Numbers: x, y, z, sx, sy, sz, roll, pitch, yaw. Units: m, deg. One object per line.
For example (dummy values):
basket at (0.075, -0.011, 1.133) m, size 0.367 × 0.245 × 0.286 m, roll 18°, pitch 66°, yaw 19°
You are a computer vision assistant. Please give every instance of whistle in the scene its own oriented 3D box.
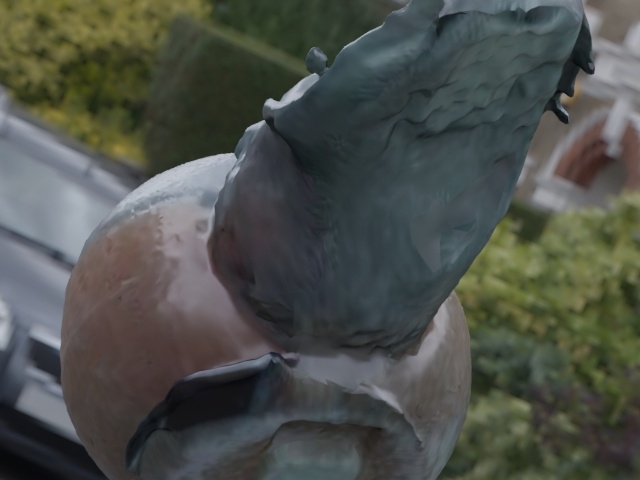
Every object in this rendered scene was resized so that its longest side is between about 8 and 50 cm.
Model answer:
whistle at (0.000, 0.000, 0.792) m, size 0.189 × 0.348 × 0.189 m, roll 16°, pitch 44°, yaw -16°
